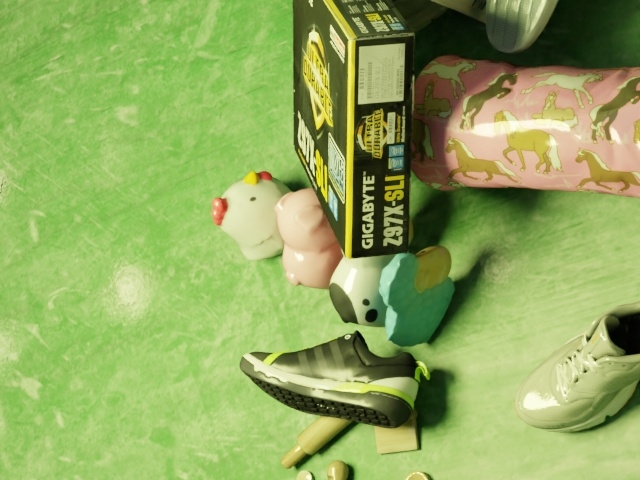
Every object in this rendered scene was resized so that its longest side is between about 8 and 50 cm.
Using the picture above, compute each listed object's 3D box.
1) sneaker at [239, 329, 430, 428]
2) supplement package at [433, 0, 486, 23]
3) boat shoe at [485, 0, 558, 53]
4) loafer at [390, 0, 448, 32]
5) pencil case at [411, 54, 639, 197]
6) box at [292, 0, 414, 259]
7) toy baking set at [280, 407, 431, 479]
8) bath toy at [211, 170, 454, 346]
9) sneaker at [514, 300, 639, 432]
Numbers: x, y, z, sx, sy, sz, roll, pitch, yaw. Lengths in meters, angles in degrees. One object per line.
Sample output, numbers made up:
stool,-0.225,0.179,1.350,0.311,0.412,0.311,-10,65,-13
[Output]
sneaker,0.020,0.151,2.112,0.234,0.084,0.097,12,67,28
supplement package,0.096,-0.379,1.943,0.199,0.262,0.198,33,102,27
boat shoe,0.246,-0.306,1.945,0.083,0.076,0.226,34,117,35
loafer,0.163,-0.349,2.103,0.319,0.111,0.112,-32,20,30
pencil case,0.276,-0.119,1.924,0.386,0.160,0.167,5,51,40
box,0.032,-0.162,2.046,0.322,0.079,0.257,-114,20,-61
toy baking set,0.027,0.292,2.126,0.256,0.030,0.197,-39,57,27
bath toy,0.000,0.000,2.159,0.348,0.129,0.151,26,97,42
sneaker,0.293,0.116,1.882,0.262,0.121,0.099,-33,59,30
